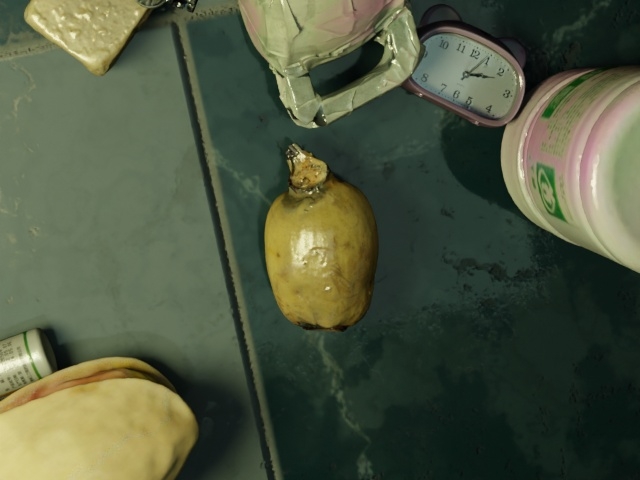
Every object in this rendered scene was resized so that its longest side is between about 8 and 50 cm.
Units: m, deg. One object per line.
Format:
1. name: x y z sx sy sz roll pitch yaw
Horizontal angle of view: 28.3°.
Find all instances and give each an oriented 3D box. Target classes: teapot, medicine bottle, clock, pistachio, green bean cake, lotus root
1. teapot: 0.016 -0.253 1.350 0.178 0.163 0.222 -18 74 -12
2. medicine bottle: -0.404 0.175 1.427 0.220 0.061 0.092 -20 120 -3
3. clock: 0.167 -0.198 1.445 0.152 0.050 0.110 24 95 -11
4. pistachio: -0.284 0.244 1.387 0.299 0.187 0.187 -34 102 -10
5. green bean cake: -0.227 -0.277 1.364 0.109 0.085 0.179 34 93 -8
6. medicine bottle: 0.331 -0.082 1.347 0.212 0.325 0.212 -1 98 -6
7. lotus root: 0.000 0.000 1.424 0.125 0.118 0.221 -9 103 -23

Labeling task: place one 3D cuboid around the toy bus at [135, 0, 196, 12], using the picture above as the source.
1. toy bus: -0.217 -0.322 1.260 0.234 0.116 0.134 21 94 -8
